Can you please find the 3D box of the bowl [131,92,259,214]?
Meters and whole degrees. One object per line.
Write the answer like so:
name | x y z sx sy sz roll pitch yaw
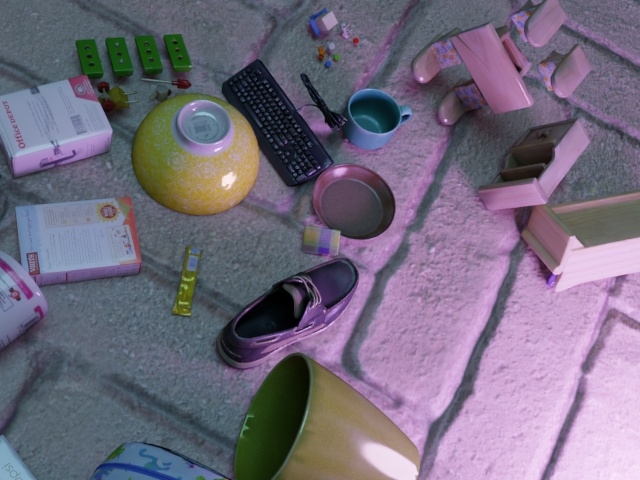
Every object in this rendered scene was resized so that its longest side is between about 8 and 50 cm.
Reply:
bowl | -0.262 -0.217 1.902 0.290 0.156 0.289 6 64 -12

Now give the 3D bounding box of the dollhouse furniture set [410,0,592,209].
dollhouse furniture set | 0.424 -0.305 2.035 0.256 0.362 0.394 -48 114 -30

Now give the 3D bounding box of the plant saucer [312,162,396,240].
plant saucer | 0.074 -0.082 1.999 0.199 0.036 0.198 6 64 -12

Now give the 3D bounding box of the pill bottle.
pill bottle | -0.661 0.158 1.606 0.160 0.160 0.283 44 61 8

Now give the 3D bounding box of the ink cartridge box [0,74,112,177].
ink cartridge box | -0.576 -0.243 1.863 0.218 0.092 0.158 -19 71 -25

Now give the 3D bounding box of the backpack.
backpack | -0.245 0.494 1.497 0.356 0.290 0.273 38 53 13

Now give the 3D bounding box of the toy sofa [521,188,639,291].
toy sofa | 0.672 -0.015 2.088 0.363 0.177 0.150 -10 44 -20

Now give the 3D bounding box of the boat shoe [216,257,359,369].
boat shoe | -0.050 0.141 1.802 0.355 0.130 0.132 -35 78 -27

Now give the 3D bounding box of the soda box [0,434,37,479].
soda box | -0.527 0.454 1.549 0.069 0.074 0.216 -36 79 -27

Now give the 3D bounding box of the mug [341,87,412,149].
mug | 0.127 -0.275 2.071 0.158 0.097 0.129 21 61 -6

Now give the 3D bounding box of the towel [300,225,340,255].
towel | 0.000 0.000 1.932 0.083 0.009 0.060 7 94 0

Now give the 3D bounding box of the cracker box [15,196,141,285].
cracker box | -0.493 0.001 1.782 0.232 0.067 0.155 -6 66 -19

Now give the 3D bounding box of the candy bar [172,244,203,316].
candy bar | -0.276 0.082 1.831 0.040 0.018 0.161 14 62 -13

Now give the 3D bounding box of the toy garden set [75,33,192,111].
toy garden set | -0.414 -0.375 1.990 0.244 0.049 0.203 -8 58 -21

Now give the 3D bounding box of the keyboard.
keyboard | -0.071 -0.292 2.025 0.202 0.033 0.317 -34 77 -4

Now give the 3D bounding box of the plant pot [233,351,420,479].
plant pot | 0.032 0.393 1.650 0.294 0.275 0.274 27 60 -20

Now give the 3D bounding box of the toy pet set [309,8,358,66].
toy pet set | 0.015 -0.510 2.189 0.122 0.065 0.114 -43 117 -25
